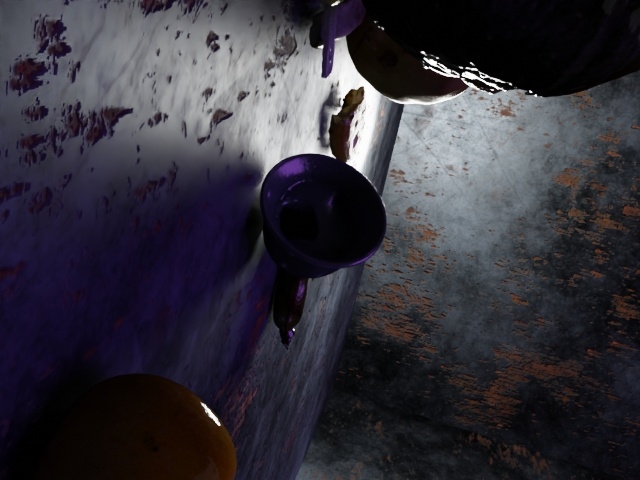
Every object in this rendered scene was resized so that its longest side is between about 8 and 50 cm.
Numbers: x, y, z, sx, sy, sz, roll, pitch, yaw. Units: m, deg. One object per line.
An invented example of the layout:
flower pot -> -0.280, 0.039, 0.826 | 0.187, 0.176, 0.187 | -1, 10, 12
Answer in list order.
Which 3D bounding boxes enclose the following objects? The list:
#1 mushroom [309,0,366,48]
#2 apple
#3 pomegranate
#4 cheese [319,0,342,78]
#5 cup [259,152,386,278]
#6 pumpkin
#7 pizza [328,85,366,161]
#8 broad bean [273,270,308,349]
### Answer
mushroom -> 0.022, -0.345, 1.071 | 0.202, 0.054, 0.059 | -56, 140, -51
apple -> -0.148, 0.205, 0.565 | 0.182, 0.155, 0.182 | 14, 90, -80
pomegranate -> 0.204, -0.409, 1.273 | 0.319, 0.319, 0.319 | 15, 90, -82
cheese -> 0.017, -0.352, 0.943 | 0.127, 0.050, 0.255 | -65, 163, -54
cup -> -0.017, -0.014, 1.062 | 0.150, 0.199, 0.199 | -55, -169, 54
pumpkin -> 0.248, -0.352, 0.834 | 0.454, 0.454, 0.344 | -59, 168, -61
pizza -> 0.059, -0.256, 1.448 | 0.182, 0.062, 0.161 | 29, 84, -76
broad bean -> -0.044, 0.056, 1.298 | 0.077, 0.061, 0.339 | -71, 176, -76
